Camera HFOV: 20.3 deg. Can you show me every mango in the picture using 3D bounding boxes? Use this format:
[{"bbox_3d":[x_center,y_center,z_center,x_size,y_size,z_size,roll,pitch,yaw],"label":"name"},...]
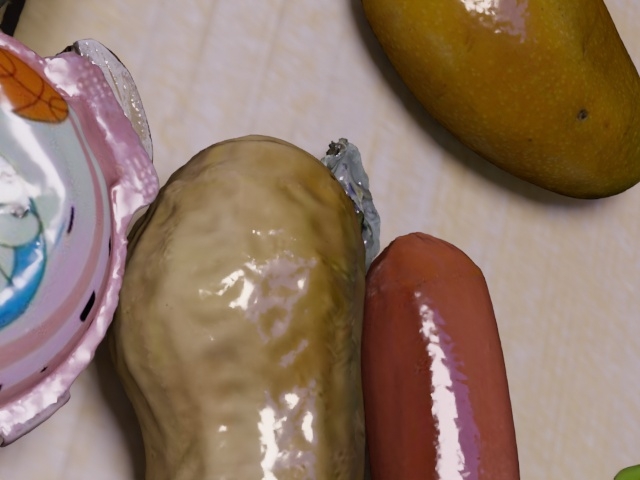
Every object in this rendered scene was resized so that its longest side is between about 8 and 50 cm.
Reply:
[{"bbox_3d":[0.110,-0.100,0.965,0.227,0.099,0.136,42,45,-32],"label":"mango"}]

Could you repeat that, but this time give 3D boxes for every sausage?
[{"bbox_3d":[0.058,0.091,0.861,0.077,0.077,0.194,7,71,-39],"label":"sausage"}]

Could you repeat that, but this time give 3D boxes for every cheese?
[{"bbox_3d":[-0.189,0.008,0.679,0.286,0.074,0.189,-27,89,-30],"label":"cheese"}]

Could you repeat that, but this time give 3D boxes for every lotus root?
[{"bbox_3d":[-0.096,-0.048,0.801,0.030,0.037,0.083,-5,74,-35],"label":"lotus root"}]

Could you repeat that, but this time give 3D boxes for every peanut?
[{"bbox_3d":[-0.037,0.069,0.764,0.120,0.110,0.236,64,27,-71],"label":"peanut"}]

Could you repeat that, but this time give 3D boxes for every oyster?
[{"bbox_3d":[0.000,0.001,0.879,0.100,0.037,0.098,-24,110,-63],"label":"oyster"}]

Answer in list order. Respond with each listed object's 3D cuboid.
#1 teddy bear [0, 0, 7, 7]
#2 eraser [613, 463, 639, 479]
[{"bbox_3d":[-0.190,-0.208,0.703,0.267,0.151,0.236,32,83,-16],"label":"teddy bear"},{"bbox_3d":[0.246,0.184,0.850,0.092,0.274,0.210,34,54,-25],"label":"eraser"}]
